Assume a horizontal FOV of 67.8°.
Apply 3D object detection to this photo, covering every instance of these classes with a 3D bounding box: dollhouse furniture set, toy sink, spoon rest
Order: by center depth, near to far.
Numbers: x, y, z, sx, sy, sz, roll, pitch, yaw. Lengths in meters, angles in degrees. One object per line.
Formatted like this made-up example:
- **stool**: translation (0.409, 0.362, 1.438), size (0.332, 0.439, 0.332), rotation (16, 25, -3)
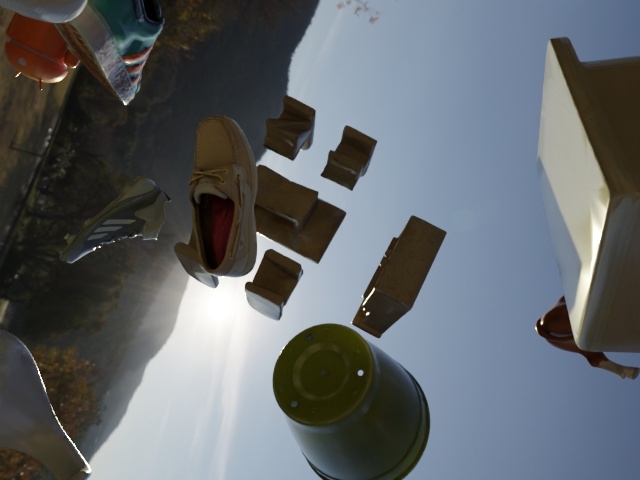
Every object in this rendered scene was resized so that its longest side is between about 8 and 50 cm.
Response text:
- **toy sink**: translation (0.258, -0.052, 0.370), size (0.234, 0.131, 0.152), rotation (-75, 157, -46)
- **spoon rest**: translation (-0.399, 0.225, 0.609), size (0.137, 0.276, 0.084), rotation (-46, 168, -21)
- **dollhouse furniture set**: translation (0.000, 0.000, 0.924), size (0.361, 0.395, 0.256), rotation (-60, 173, -21)

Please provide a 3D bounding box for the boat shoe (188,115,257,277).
- **boat shoe**: translation (-0.100, -0.046, 0.474), size (0.063, 0.059, 0.169), rotation (-10, -93, 20)

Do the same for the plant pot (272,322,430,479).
- **plant pot**: translation (0.058, 0.383, 1.166), size (0.367, 0.352, 0.366), rotation (-12, -130, 14)

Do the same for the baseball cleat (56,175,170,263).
- **baseball cleat**: translation (-0.354, -0.019, 0.842), size (0.206, 0.109, 0.072), rotation (-48, -165, -11)

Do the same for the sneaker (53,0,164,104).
- **sneaker**: translation (-0.254, -0.265, 0.609), size (0.121, 0.108, 0.302), rotation (-47, -166, -10)

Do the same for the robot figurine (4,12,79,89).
- **robot figurine**: translation (-0.590, -0.439, 1.028), size (0.219, 0.158, 0.128), rotation (-64, -152, 5)

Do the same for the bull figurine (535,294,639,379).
- **bull figurine**: translation (0.535, 0.105, 0.858), size (0.310, 0.101, 0.188), rotation (-37, -145, -18)

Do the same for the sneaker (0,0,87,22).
- **sneaker**: translation (-0.271, -0.222, 0.359), size (0.080, 0.212, 0.094), rotation (-63, -172, -19)
